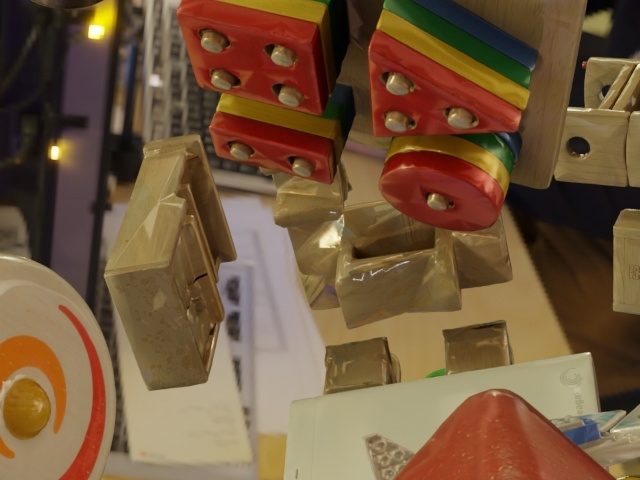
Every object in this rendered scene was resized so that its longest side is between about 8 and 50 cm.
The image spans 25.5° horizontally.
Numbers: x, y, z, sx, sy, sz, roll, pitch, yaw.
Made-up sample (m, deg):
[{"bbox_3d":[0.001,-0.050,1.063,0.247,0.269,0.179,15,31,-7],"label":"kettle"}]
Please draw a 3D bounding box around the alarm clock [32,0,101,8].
[{"bbox_3d":[-0.284,-0.303,1.468,0.192,0.064,0.129,-15,63,-14],"label":"alarm clock"}]

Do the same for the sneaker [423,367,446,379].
[{"bbox_3d":[0.195,0.213,1.782,0.134,0.343,0.146,-34,88,0],"label":"sneaker"}]

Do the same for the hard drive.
[{"bbox_3d":[0.116,0.213,1.347,0.307,0.040,0.203,-11,41,13],"label":"hard drive"}]

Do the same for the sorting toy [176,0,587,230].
[{"bbox_3d":[0.035,-0.104,0.951,0.255,0.257,0.089,15,67,11],"label":"sorting toy"}]

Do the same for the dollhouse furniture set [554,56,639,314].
[{"bbox_3d":[0.277,-0.048,1.225,0.128,0.184,0.129,7,29,23],"label":"dollhouse furniture set"}]

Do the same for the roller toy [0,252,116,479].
[{"bbox_3d":[-0.228,0.101,0.881,0.146,0.209,0.191,-4,12,32],"label":"roller toy"}]

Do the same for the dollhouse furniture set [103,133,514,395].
[{"bbox_3d":[0.000,0.000,1.518,0.394,0.362,0.256,-9,33,10],"label":"dollhouse furniture set"}]

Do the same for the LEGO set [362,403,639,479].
[{"bbox_3d":[0.144,0.091,0.686,0.182,0.060,0.244,-13,2,32],"label":"LEGO set"}]

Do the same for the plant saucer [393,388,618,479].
[{"bbox_3d":[0.056,0.208,0.330,0.258,0.048,0.259,41,80,9],"label":"plant saucer"}]
